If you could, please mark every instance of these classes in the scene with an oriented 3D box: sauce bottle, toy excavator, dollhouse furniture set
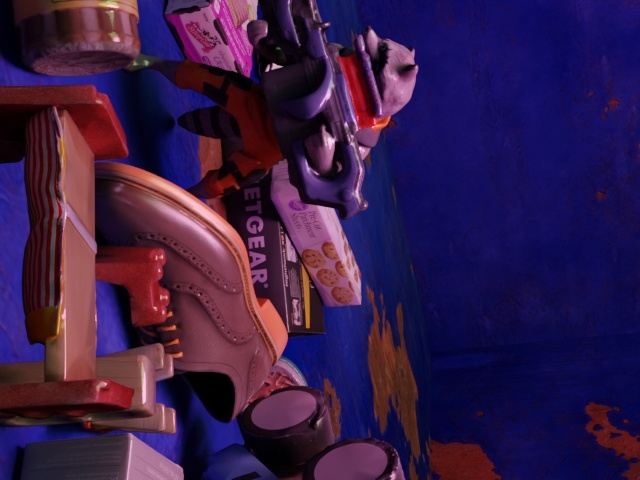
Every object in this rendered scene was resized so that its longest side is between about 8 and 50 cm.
[{"bbox_3d":[-0.234,-0.326,0.767,0.111,0.111,0.344,-13,95,-77],"label":"sauce bottle"},{"bbox_3d":[-0.082,0.394,0.854,0.433,0.445,0.222,24,-47,55],"label":"toy excavator"},{"bbox_3d":[-0.211,0.047,0.673,0.374,0.152,0.201,101,-15,-75],"label":"dollhouse furniture set"}]

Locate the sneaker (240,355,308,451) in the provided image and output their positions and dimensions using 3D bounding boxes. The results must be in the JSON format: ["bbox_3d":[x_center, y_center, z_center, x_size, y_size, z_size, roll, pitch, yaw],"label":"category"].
[{"bbox_3d":[-0.049,0.271,1.284,0.121,0.108,0.302,-89,170,-57],"label":"sneaker"}]

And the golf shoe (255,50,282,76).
[{"bbox_3d":[-0.085,-0.294,1.545,0.086,0.069,0.176,-47,129,-48],"label":"golf shoe"}]

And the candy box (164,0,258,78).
[{"bbox_3d":[-0.148,-0.348,1.236,0.159,0.071,0.233,64,22,-53],"label":"candy box"}]

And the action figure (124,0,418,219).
[{"bbox_3d":[-0.051,-0.190,0.984,0.178,0.330,0.341,-29,111,-74],"label":"action figure"}]

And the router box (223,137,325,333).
[{"bbox_3d":[-0.068,0.000,1.371,0.243,0.081,0.309,28,56,-75],"label":"router box"}]

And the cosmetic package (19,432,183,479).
[{"bbox_3d":[-0.181,0.287,0.680,0.127,0.107,0.238,66,18,-60],"label":"cosmetic package"}]

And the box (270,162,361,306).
[{"bbox_3d":[0.000,0.000,1.338,0.324,0.067,0.063,67,20,-54],"label":"box"}]

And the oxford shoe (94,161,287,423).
[{"bbox_3d":[-0.145,0.066,0.917,0.364,0.130,0.133,58,45,-42],"label":"oxford shoe"}]
